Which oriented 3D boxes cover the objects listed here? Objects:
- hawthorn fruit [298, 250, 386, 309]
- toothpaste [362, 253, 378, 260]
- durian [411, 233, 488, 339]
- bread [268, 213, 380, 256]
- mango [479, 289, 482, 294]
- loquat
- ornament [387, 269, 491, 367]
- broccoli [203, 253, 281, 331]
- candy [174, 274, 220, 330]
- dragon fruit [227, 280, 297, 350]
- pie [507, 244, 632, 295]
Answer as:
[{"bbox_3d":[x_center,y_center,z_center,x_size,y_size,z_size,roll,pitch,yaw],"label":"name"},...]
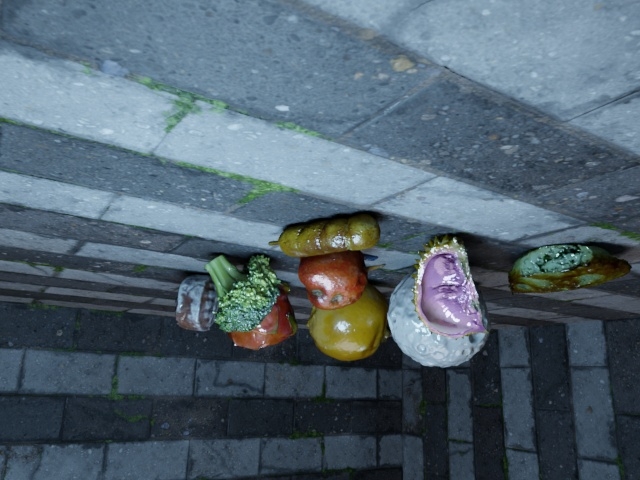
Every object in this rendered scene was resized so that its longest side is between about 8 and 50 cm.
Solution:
[{"bbox_3d":[0.066,0.091,1.496,0.243,0.208,0.207,-10,163,7],"label":"hawthorn fruit"},{"bbox_3d":[0.147,0.054,1.669,0.083,0.019,0.027,9,147,-37],"label":"toothpaste"},{"bbox_3d":[0.347,0.130,1.493,0.191,0.342,0.112,-13,-155,22],"label":"durian"},{"bbox_3d":[0.000,-0.002,1.353,0.343,0.084,0.124,-9,161,36],"label":"bread"},{"bbox_3d":[0.500,0.227,2.060,0.261,0.130,0.167,-5,170,7],"label":"mango"},{"bbox_3d":[0.113,0.306,2.042,0.328,0.329,0.328,2,165,0],"label":"loquat"},{"bbox_3d":[0.376,0.248,1.733,0.336,0.338,0.337,2,165,0],"label":"ornament"},{"bbox_3d":[-0.242,0.163,1.704,0.235,0.260,0.288,-7,171,-23],"label":"broccoli"},{"bbox_3d":[-0.468,0.237,2.029,0.157,0.215,0.289,5,174,5],"label":"candy"},{"bbox_3d":[-0.243,0.266,2.097,0.305,0.226,0.305,-4,-159,2],"label":"dragon fruit"},{"bbox_3d":[0.724,0.091,1.581,0.354,0.103,0.288,-15,157,36],"label":"pie"}]
